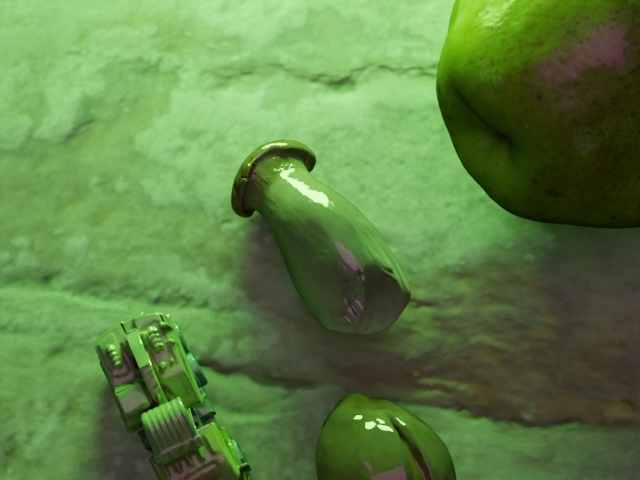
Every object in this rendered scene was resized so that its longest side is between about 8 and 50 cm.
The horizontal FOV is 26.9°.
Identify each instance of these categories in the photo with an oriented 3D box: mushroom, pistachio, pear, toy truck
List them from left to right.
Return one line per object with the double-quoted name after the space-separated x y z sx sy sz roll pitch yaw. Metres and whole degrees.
-0.136 0.151 1.197 0.085 0.116 0.191 -27 76 -4 "toy truck"
0.000 0.000 1.250 0.212 0.088 0.097 49 113 17 "mushroom"
0.059 0.223 1.181 0.125 0.124 0.184 -11 82 -2 "pistachio"
0.249 -0.152 1.195 0.294 0.294 0.294 0 76 1 "pear"
